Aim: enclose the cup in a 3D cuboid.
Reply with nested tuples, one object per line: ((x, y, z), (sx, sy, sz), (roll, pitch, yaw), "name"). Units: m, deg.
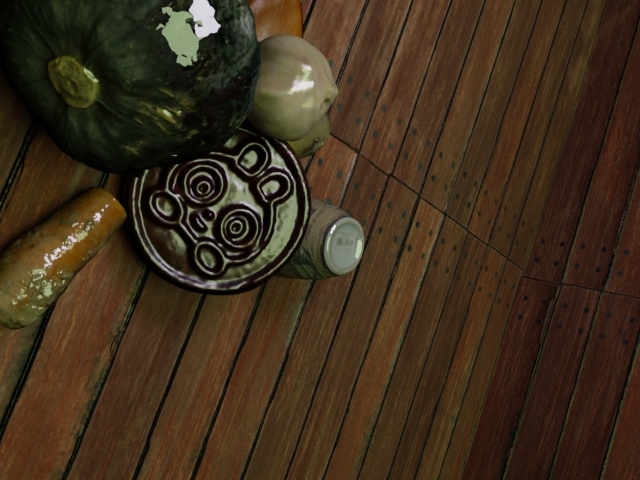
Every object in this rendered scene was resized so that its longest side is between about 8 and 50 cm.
((0.000, 0.000, 1.555), (0.301, 0.257, 0.227), (-3, 103, -46), "cup")

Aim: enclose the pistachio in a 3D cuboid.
((-0.078, -0.312, 1.270), (0.226, 0.332, 0.208), (-6, 108, -2), "pistachio")

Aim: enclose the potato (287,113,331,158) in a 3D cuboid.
((-0.084, -0.259, 1.484), (0.262, 0.165, 0.165), (-29, 118, -29), "potato")

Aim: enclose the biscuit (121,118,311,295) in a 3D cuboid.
((-0.215, -0.079, 1.323), (0.407, 0.091, 0.407), (-1, 94, -17), "biscuit")

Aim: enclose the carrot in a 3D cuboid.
((-0.505, 0.026, 1.158), (0.302, 0.138, 0.139), (-58, 132, -29), "carrot")

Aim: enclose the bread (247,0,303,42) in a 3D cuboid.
((-0.188, -0.525, 1.297), (0.333, 0.143, 0.324), (-33, 134, -34), "bread")

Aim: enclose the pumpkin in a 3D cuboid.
((-0.318, -0.328, 1.046), (0.344, 0.454, 0.454), (-56, 134, -46), "pumpkin")
